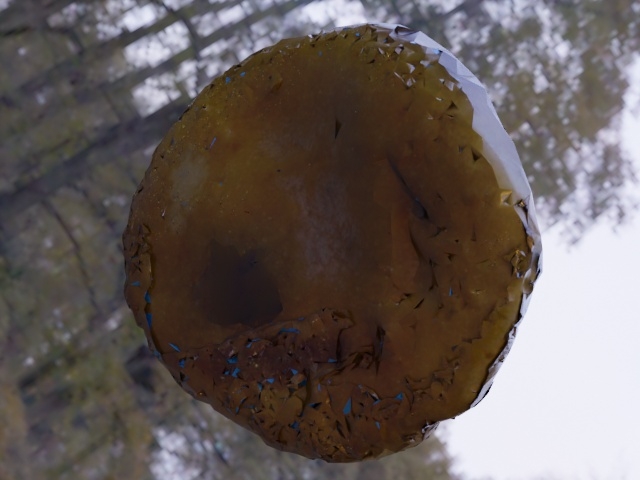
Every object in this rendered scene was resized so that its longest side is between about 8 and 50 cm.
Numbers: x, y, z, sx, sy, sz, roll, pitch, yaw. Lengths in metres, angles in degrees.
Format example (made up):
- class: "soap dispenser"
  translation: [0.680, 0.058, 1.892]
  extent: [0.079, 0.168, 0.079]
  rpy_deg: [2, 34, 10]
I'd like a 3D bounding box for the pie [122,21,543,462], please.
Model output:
- class: "pie"
  translation: [0.001, 0.000, 0.791]
  extent: [0.273, 0.273, 0.069]
  rpy_deg: [43, 19, 31]
